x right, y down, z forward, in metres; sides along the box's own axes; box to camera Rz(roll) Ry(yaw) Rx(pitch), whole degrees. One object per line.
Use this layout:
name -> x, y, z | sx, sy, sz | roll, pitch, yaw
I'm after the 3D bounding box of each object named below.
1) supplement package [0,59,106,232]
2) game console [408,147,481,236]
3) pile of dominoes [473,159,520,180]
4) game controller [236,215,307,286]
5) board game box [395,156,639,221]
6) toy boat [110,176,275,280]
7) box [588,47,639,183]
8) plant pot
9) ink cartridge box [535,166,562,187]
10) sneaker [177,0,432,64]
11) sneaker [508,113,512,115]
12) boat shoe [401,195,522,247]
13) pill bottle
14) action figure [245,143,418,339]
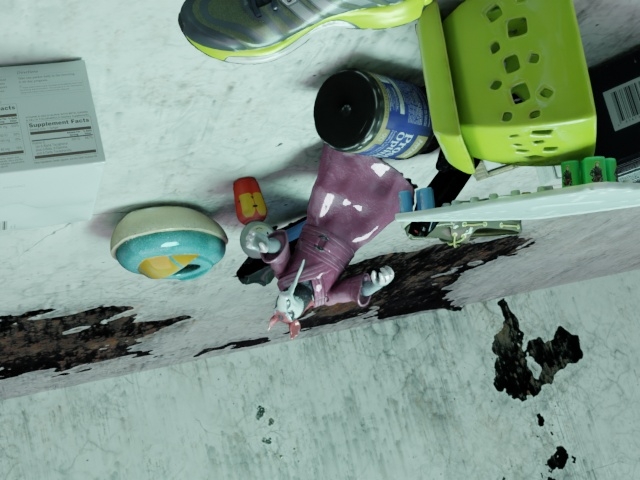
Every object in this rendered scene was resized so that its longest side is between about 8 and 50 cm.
supplement package -> -0.421, -0.107, 1.243 | 0.261, 0.145, 0.204 | -8, 164, -21
game console -> 0.243, -0.162, 1.723 | 0.213, 0.044, 0.361 | -52, 165, -28
pile of dominoes -> 0.399, -0.183, 2.024 | 0.195, 0.040, 0.251 | -18, 173, 10
game controller -> -0.067, 0.006, 1.965 | 0.166, 0.067, 0.319 | -34, -172, 14
board game box -> 0.381, -0.076, 1.561 | 0.389, 0.050, 0.390 | -1, 175, -41
toy boat -> -0.229, 0.002, 1.830 | 0.318, 0.148, 0.267 | -21, 164, 25
box -> 0.597, -0.218, 1.751 | 0.296, 0.183, 0.294 | -22, 163, 31
plant pot -> 0.251, -0.219, 1.352 | 0.207, 0.228, 0.227 | -10, 167, 13
ink cartridge box -> 0.546, -0.166, 2.143 | 0.099, 0.056, 0.135 | -6, 163, -28
sneaker -> -0.015, -0.288, 1.095 | 0.299, 0.111, 0.121 | -18, 156, -8
sneaker -> 0.386, -0.217, 1.829 | 0.152, 0.054, 0.061 | 18, 114, -47
boat shoe -> 0.342, -0.036, 2.355 | 0.304, 0.091, 0.109 | -10, 164, -19
pill bottle -> 0.100, -0.186, 1.501 | 0.122, 0.123, 0.219 | -25, 164, 35
action figure -> 0.000, 0.000, 1.750 | 0.248, 0.370, 0.276 | 32, 174, -8
